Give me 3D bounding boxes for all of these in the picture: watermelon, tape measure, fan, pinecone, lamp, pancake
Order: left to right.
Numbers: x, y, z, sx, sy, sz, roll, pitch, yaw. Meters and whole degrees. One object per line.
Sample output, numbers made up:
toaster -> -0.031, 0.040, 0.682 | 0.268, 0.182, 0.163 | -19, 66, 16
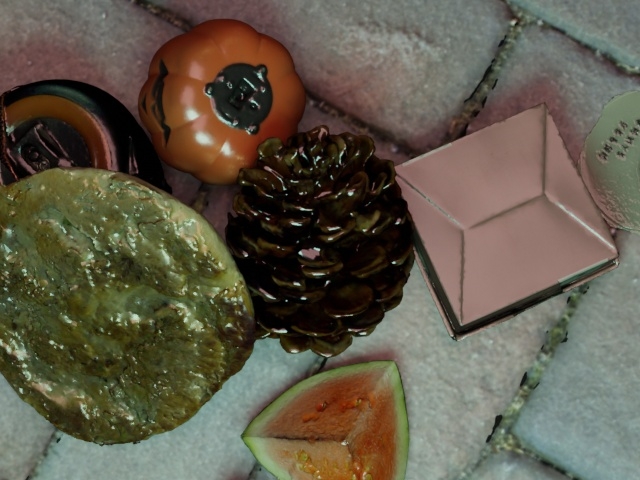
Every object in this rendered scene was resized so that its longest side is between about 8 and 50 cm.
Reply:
tape measure -> -0.291, -0.076, 1.907 | 0.202, 0.135, 0.223 | -45, 86, 9
pancake -> -0.235, 0.066, 1.831 | 0.356, 0.065, 0.356 | 9, 124, 14
lamp -> -0.114, -0.155, 1.912 | 0.188, 0.164, 0.187 | 0, 90, -24
pinecone -> 0.000, 0.000, 1.845 | 0.224, 0.272, 0.224 | 5, 45, -5
watermelon -> 0.028, 0.240, 1.887 | 0.193, 0.137, 0.145 | -26, 117, -3
fan -> 0.449, -0.054, 1.965 | 0.310, 0.010, 0.182 | 31, 82, 5

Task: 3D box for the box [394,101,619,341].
box -> 0.206, -0.023, 1.924 | 0.215, 0.086, 0.215 | -23, 82, -3
